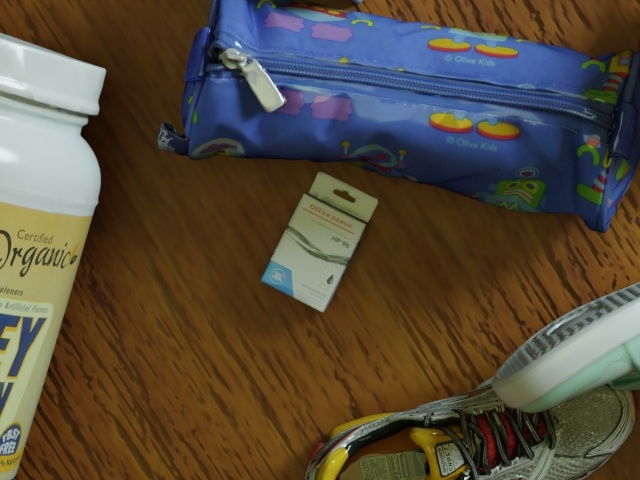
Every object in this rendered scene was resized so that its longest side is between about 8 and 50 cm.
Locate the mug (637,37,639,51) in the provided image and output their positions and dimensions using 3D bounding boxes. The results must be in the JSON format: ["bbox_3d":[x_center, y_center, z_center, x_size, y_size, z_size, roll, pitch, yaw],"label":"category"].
[{"bbox_3d":[0.243,-0.127,1.228,0.150,0.169,0.113,29,95,4],"label":"mug"}]

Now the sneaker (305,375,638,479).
[{"bbox_3d":[0.099,0.140,1.289,0.225,0.093,0.088,-19,88,4],"label":"sneaker"}]

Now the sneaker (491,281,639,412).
[{"bbox_3d":[0.240,0.092,1.242,0.256,0.094,0.151,-22,92,-18],"label":"sneaker"}]

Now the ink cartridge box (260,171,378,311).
[{"bbox_3d":[0.000,0.000,1.326,0.048,0.028,0.083,26,94,4],"label":"ink cartridge box"}]

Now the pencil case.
[{"bbox_3d":[0.056,-0.087,1.267,0.306,0.133,0.119,10,89,4],"label":"pencil case"}]

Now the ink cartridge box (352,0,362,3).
[{"bbox_3d":[0.072,-0.248,1.271,0.209,0.109,0.062,-45,88,5],"label":"ink cartridge box"}]

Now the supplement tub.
[{"bbox_3d":[-0.271,0.013,1.252,0.228,0.228,0.316,17,94,5],"label":"supplement tub"}]
